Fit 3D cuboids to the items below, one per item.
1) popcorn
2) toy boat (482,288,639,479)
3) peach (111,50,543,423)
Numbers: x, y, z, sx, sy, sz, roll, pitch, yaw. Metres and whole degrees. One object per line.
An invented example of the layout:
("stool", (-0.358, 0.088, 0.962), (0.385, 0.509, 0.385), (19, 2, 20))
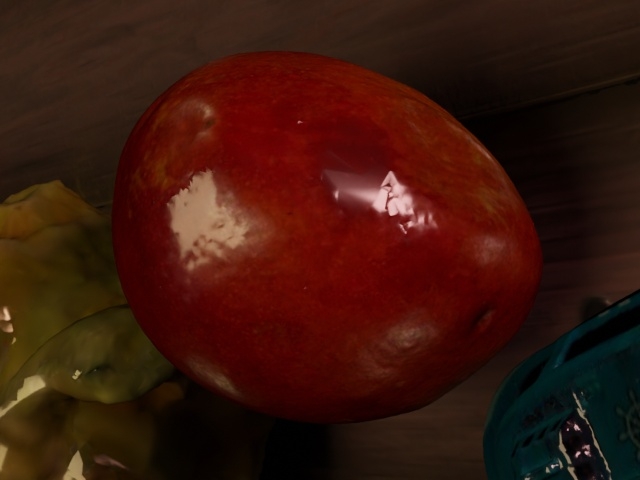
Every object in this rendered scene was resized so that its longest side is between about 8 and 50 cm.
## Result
("popcorn", (-0.163, 0.101, 1.131), (0.279, 0.274, 0.335), (-3, 116, 16))
("toy boat", (0.158, 0.091, 0.828), (0.299, 0.092, 0.134), (-40, 67, 51))
("peach", (0.000, 0.000, 0.912), (0.243, 0.243, 0.199), (6, 75, 56))
